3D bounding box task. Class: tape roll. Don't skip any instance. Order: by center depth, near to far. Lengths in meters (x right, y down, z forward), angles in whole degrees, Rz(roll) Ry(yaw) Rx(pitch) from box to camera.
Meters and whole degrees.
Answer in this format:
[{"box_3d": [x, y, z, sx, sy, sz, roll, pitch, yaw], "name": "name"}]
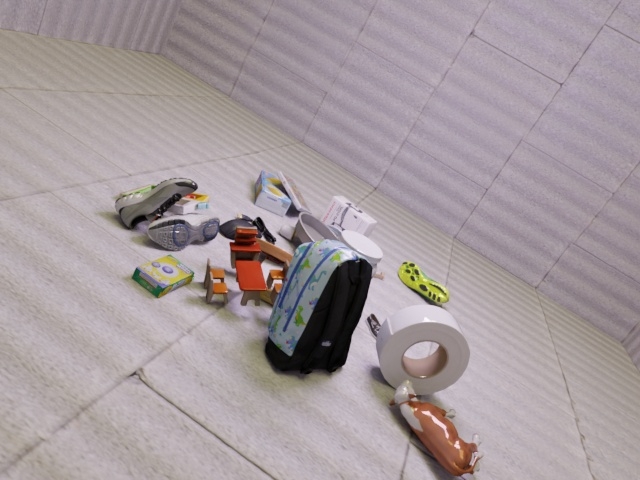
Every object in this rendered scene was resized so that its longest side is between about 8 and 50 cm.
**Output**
[{"box_3d": [0.319, 0.347, 1.590, 0.286, 0.286, 0.100, 25, 22, -13], "name": "tape roll"}]

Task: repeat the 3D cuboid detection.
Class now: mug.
[{"box_3d": [-0.142, -0.033, 2.168, 0.064, 0.078, 0.062, 24, 53, 7], "name": "mug"}]

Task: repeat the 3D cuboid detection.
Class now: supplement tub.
[{"box_3d": [0.084, 0.119, 1.804, 0.191, 0.272, 0.191, 26, 21, -11], "name": "supplement tub"}]

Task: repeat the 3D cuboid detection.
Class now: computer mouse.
[{"box_3d": [-0.301, -0.068, 2.013, 0.262, 0.060, 0.184, 9, 31, -44], "name": "computer mouse"}]

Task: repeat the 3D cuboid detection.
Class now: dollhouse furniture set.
[{"box_3d": [-0.228, 0.080, 1.580, 0.262, 0.135, 0.259, 3, 31, -19], "name": "dollhouse furniture set"}]

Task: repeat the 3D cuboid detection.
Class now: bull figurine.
[{"box_3d": [0.335, 0.536, 1.439, 0.188, 0.101, 0.310, 15, 25, -38], "name": "bull figurine"}]

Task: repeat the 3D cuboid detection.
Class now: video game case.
[{"box_3d": [-0.123, -0.227, 2.450, 0.206, 0.026, 0.227, 60, 10, 10], "name": "video game case"}]

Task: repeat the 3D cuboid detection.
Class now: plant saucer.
[{"box_3d": [-0.160, 0.051, 1.869, 0.200, 0.037, 0.200, 26, -7, 3], "name": "plant saucer"}]

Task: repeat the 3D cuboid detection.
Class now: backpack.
[{"box_3d": [0.006, 0.176, 1.467, 0.290, 0.356, 0.273, 8, 30, -43], "name": "backpack"}]

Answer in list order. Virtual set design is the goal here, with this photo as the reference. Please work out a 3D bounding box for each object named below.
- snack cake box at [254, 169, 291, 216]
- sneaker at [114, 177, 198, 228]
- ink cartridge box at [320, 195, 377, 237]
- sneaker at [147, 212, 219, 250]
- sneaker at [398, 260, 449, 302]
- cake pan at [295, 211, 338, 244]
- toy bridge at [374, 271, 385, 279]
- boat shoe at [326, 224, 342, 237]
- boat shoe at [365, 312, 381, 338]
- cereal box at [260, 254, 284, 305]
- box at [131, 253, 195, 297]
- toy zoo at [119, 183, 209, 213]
[{"box_3d": [-0.232, -0.229, 2.424, 0.152, 0.089, 0.264, 22, 23, -18], "name": "snack cake box"}, {"box_3d": [-0.525, -0.122, 1.644, 0.100, 0.271, 0.108, 86, -21, -75], "name": "sneaker"}, {"box_3d": [0.130, -0.086, 2.456, 0.237, 0.172, 0.100, 39, 23, 22], "name": "ink cartridge box"}, {"box_3d": [-0.477, -0.040, 1.705, 0.129, 0.111, 0.297, 21, 13, 25], "name": "sneaker"}, {"box_3d": [0.488, 0.211, 2.396, 0.295, 0.109, 0.123, 41, -2, 33], "name": "sneaker"}, {"box_3d": [0.000, 0.000, 2.172, 0.293, 0.054, 0.293, 41, 19, -17], "name": "cake pan"}, {"box_3d": [0.212, 0.132, 2.280, 0.188, 0.026, 0.063, 27, 24, -9], "name": "toy bridge"}, {"box_3d": [0.104, 0.011, 2.363, 0.226, 0.083, 0.076, 44, 11, 3], "name": "boat shoe"}, {"box_3d": [0.205, 0.318, 1.842, 0.046, 0.038, 0.125, 19, 24, -27], "name": "boat shoe"}, {"box_3d": [-0.146, 0.147, 1.750, 0.173, 0.047, 0.240, 28, 21, 0], "name": "cereal box"}, {"box_3d": [-0.450, 0.099, 1.476, 0.105, 0.043, 0.179, 35, 20, 10], "name": "box"}, {"box_3d": [-0.531, -0.146, 1.791, 0.293, 0.030, 0.192, 12, 19, 11], "name": "toy zoo"}]
